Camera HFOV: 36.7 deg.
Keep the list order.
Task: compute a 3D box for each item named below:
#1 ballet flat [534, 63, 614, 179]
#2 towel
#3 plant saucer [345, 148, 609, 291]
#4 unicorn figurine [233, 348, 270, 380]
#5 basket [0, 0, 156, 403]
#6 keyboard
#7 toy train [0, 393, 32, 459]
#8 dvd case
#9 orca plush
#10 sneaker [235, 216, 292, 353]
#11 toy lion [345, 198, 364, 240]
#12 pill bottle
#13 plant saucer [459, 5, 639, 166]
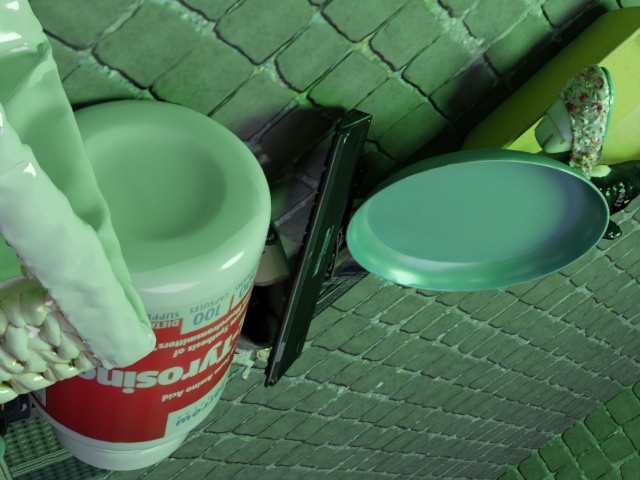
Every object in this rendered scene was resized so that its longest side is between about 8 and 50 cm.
[{"bbox_3d":[0.290,-0.110,1.150,0.077,0.091,0.241,-12,147,-4],"label":"ballet flat"},{"bbox_3d":[-0.370,0.269,1.341,0.312,0.056,0.324,-17,151,-18],"label":"towel"},{"bbox_3d":[0.189,-0.025,1.186,0.318,0.043,0.317,-1,151,-1],"label":"plant saucer"},{"bbox_3d":[-0.150,0.181,1.395,0.162,0.060,0.111,-38,154,-21],"label":"unicorn figurine"},{"bbox_3d":[-0.299,-0.080,0.570,0.267,0.331,0.328,-21,150,-5],"label":"basket"},{"bbox_3d":[0.000,0.000,1.117,0.201,0.033,0.317,-39,148,-70],"label":"keyboard"},{"bbox_3d":[-0.471,0.176,1.011,0.334,0.142,0.190,-11,134,-28],"label":"toy train"},{"bbox_3d":[-0.006,0.076,1.355,0.221,0.018,0.164,-41,164,18],"label":"dvd case"},{"bbox_3d":[0.380,-0.032,1.334,0.287,0.102,0.151,-10,146,-33],"label":"orca plush"},{"bbox_3d":[-0.120,0.098,1.196,0.122,0.146,0.330,-15,149,-30],"label":"sneaker"},{"bbox_3d":[0.049,-0.025,1.278,0.096,0.034,0.100,-19,150,-7],"label":"toy lion"},{"bbox_3d":[-0.194,0.072,0.993,0.229,0.229,0.407,-16,148,-26],"label":"pill bottle"},{"bbox_3d":[0.351,-0.160,1.294,0.333,0.081,0.333,-41,150,20],"label":"plant saucer"}]
